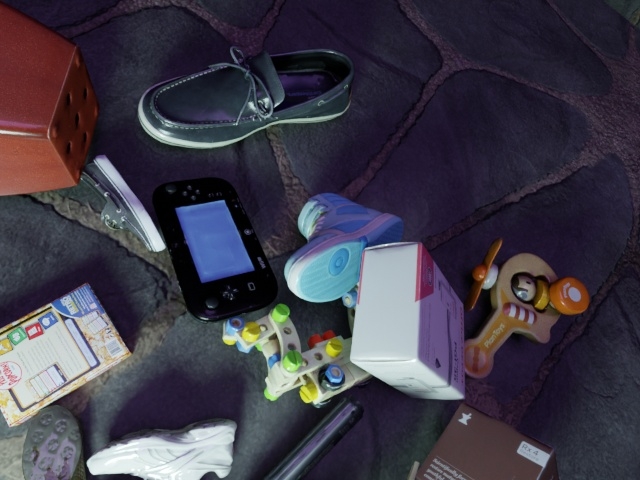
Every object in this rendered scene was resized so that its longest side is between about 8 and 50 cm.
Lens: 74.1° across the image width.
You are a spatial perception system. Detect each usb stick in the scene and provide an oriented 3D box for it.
[{"bbox_3d":[-0.033,0.381,0.737,0.278,0.077,0.045,-40,53,-16],"label":"usb stick"}]

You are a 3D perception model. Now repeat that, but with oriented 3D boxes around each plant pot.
[{"bbox_3d":[-0.526,-0.225,0.701,0.235,0.267,0.268,8,69,-13],"label":"plant pot"}]

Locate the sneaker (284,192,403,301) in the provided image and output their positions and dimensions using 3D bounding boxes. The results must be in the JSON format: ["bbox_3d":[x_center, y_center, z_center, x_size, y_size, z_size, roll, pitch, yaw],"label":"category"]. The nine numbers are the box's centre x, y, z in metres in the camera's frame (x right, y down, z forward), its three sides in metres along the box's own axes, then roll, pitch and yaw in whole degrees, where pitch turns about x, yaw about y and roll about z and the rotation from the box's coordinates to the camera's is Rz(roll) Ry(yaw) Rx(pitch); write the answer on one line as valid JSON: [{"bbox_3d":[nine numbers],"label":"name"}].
[{"bbox_3d":[0.000,0.000,0.833,0.208,0.127,0.319,27,30,32],"label":"sneaker"}]

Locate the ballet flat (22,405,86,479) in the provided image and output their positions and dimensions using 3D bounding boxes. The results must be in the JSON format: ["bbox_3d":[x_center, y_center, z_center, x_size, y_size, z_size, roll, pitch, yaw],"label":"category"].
[{"bbox_3d":[-0.395,0.383,0.654,0.084,0.058,0.250,-16,72,-26],"label":"ballet flat"}]

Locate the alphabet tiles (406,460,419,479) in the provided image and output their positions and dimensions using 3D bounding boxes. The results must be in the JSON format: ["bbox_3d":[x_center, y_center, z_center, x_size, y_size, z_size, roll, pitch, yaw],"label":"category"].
[{"bbox_3d":[0.073,0.501,0.610,0.011,0.285,0.342,20,18,21],"label":"alphabet tiles"}]

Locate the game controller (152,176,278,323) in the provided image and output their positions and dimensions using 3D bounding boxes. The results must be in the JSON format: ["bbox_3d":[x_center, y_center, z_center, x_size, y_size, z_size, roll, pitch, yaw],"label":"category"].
[{"bbox_3d":[-0.203,0.004,0.803,0.166,0.067,0.319,-17,61,-21],"label":"game controller"}]

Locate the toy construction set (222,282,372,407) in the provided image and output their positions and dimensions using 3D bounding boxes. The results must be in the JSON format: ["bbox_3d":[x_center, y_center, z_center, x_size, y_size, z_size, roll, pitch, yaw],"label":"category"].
[{"bbox_3d":[-0.001,0.186,0.808,0.327,0.151,0.215,-19,55,-29],"label":"toy construction set"}]

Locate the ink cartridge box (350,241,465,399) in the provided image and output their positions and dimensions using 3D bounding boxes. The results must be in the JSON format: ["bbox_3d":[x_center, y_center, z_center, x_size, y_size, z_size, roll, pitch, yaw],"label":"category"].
[{"bbox_3d":[0.176,0.160,0.785,0.283,0.117,0.207,43,47,-46],"label":"ink cartridge box"}]

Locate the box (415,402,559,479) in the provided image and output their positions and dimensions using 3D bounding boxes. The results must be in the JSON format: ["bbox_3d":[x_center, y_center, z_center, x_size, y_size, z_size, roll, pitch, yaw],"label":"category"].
[{"bbox_3d":[0.303,0.440,0.748,0.167,0.168,0.203,-44,125,-25],"label":"box"}]

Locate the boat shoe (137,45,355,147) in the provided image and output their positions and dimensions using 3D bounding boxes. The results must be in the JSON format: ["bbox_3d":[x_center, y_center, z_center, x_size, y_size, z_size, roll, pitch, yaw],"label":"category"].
[{"bbox_3d":[-0.143,-0.330,0.933,0.499,0.156,0.187,-15,78,-21],"label":"boat shoe"}]

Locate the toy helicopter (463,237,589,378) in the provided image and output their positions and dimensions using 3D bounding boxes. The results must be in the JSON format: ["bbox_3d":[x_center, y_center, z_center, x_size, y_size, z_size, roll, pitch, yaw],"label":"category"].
[{"bbox_3d":[0.405,0.155,0.949,0.355,0.140,0.235,-40,85,-23],"label":"toy helicopter"}]

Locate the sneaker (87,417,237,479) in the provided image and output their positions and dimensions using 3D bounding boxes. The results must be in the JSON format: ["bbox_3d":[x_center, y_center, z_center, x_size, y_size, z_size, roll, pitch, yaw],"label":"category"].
[{"bbox_3d":[-0.249,0.364,0.686,0.232,0.090,0.116,-1,75,-17],"label":"sneaker"}]

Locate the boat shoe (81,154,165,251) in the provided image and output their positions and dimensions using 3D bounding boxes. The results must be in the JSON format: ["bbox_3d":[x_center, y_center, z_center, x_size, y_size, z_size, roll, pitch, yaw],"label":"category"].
[{"bbox_3d":[-0.382,-0.061,0.801,0.076,0.080,0.229,-35,83,-19],"label":"boat shoe"}]

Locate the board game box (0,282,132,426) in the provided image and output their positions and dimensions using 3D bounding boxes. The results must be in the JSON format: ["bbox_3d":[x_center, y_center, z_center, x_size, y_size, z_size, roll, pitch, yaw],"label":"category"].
[{"bbox_3d":[-0.445,0.184,0.709,0.193,0.045,0.147,-31,83,-25],"label":"board game box"}]
